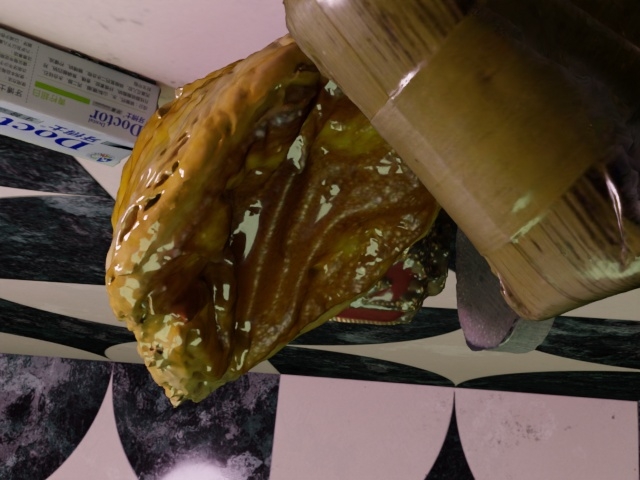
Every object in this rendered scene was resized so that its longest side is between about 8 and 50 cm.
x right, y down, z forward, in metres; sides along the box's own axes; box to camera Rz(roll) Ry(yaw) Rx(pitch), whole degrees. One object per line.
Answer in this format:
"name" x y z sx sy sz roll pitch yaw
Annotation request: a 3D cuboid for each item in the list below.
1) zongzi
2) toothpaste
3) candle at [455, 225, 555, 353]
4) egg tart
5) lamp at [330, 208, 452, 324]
"zongzi" 0.157 -0.138 0.552 0.274 0.300 0.145 49 153 -3
"toothpaste" -0.299 -0.142 0.699 0.337 0.067 0.081 17 163 -33
"candle" 0.212 0.024 0.971 0.068 0.192 0.168 14 -155 -29
"egg tart" -0.037 -0.034 0.705 0.340 0.153 0.351 -36 152 -8
"lamp" 0.000 0.000 0.916 0.274 0.177 0.177 3 163 2
